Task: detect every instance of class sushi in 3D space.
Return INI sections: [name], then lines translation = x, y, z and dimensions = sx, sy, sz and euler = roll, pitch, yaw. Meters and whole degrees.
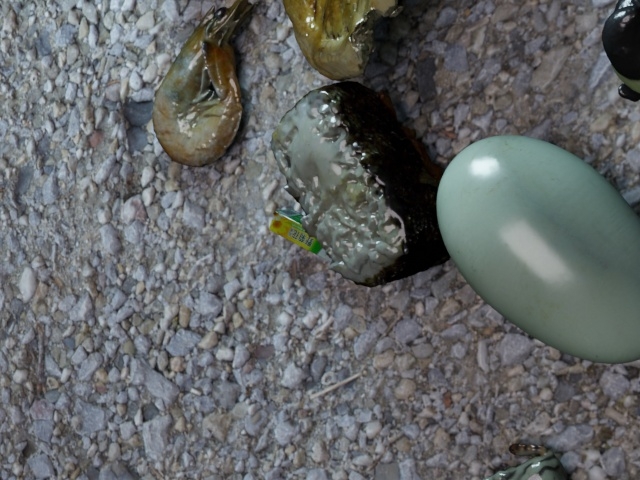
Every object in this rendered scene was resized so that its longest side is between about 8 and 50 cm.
[sushi]
translation = 0.060, -0.091, 1.946
dimensions = 0.196, 0.182, 0.343
euler = -41, 70, 35

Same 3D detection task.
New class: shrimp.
[shrimp]
translation = -0.177, -0.259, 2.163
dimensions = 0.168, 0.077, 0.317
euler = 40, 119, 15

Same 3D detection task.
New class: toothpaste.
[toothpaste]
translation = 0.000, 0.000, 2.069
dimensions = 0.178, 0.043, 0.037
euler = 28, 109, 30

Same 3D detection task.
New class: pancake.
[pancake]
translation = 0.045, -0.415, 1.894
dimensions = 0.382, 0.071, 0.382
euler = -174, 90, -66

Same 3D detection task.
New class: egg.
[egg]
translation = 0.312, 0.013, 1.744
dimensions = 0.371, 0.230, 0.230
euler = 45, 117, 17

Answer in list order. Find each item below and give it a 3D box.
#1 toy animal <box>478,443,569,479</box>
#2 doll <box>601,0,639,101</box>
[toy animal]
translation = 0.318, 0.417, 1.860
dimensions = 0.170, 0.090, 0.255
euler = -43, 72, 24
[doll]
translation = 0.472, -0.273, 1.677
dimensions = 0.234, 0.143, 0.135
euler = -21, 105, 33
